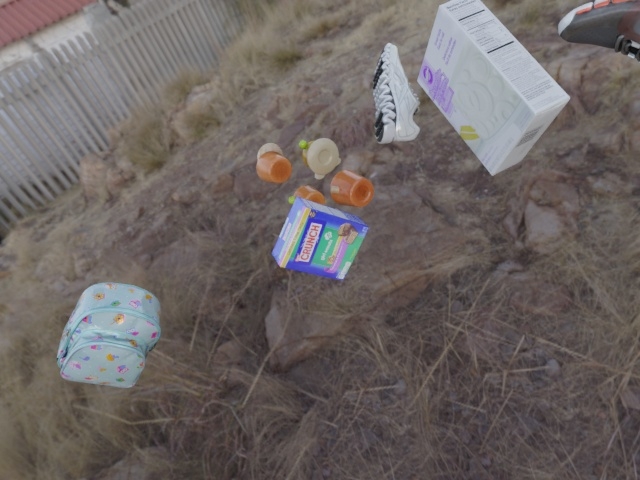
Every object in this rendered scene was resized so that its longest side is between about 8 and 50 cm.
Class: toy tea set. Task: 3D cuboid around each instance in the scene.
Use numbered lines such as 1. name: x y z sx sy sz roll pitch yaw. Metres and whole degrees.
1. toy tea set: -0.014 -0.145 1.150 0.200 0.336 0.124 -53 33 -5

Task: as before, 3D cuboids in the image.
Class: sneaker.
1. sneaker: 0.272 -0.159 0.363 0.158 0.065 0.061 12 16 32
2. sneaker: 0.209 -0.401 1.262 0.118 0.110 0.292 1 78 -7

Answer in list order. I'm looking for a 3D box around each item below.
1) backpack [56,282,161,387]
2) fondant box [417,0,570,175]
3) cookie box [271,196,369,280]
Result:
1. backpack: -0.390 0.177 0.861 0.188 0.166 0.144 -58 29 21
2. fondant box: 0.369 -0.346 1.043 0.096 0.238 0.330 -26 70 -11
3. cookie box: 0.000 0.000 0.637 0.092 0.107 0.040 -65 32 16
